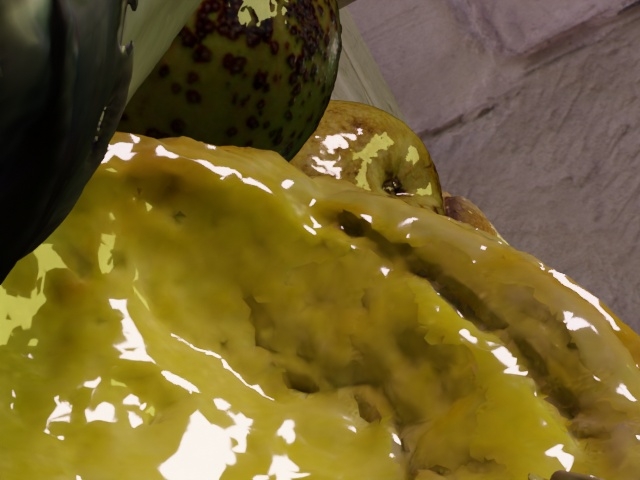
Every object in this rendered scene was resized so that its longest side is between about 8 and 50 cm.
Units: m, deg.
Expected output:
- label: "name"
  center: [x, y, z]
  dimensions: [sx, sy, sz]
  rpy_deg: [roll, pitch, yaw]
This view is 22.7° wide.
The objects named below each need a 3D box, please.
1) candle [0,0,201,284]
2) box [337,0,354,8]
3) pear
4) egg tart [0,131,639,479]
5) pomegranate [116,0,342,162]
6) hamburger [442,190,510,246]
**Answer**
- label: "candle"
  center: [-0.139, -0.109, 0.473]
  dimensions: [0.221, 0.221, 0.342]
  rpy_deg: [59, 22, -20]
- label: "box"
  center: [-0.041, -0.266, 1.241]
  dimensions: [0.155, 0.067, 0.243]
  rpy_deg: [65, 14, 7]
- label: "pear"
  center: [0.000, 0.000, 1.072]
  dimensions: [0.197, 0.197, 0.197]
  rpy_deg: [59, 12, -20]
- label: "egg tart"
  center: [-0.048, 0.082, 0.518]
  dimensions: [0.345, 0.345, 0.132]
  rpy_deg: [-100, -163, -56]
- label: "pomegranate"
  center: [-0.100, -0.131, 0.826]
  dimensions: [0.214, 0.214, 0.248]
  rpy_deg: [-39, 114, -79]
- label: "hamburger"
  center: [0.111, 0.119, 1.326]
  dimensions: [0.304, 0.174, 0.284]
  rpy_deg: [57, 14, -28]
